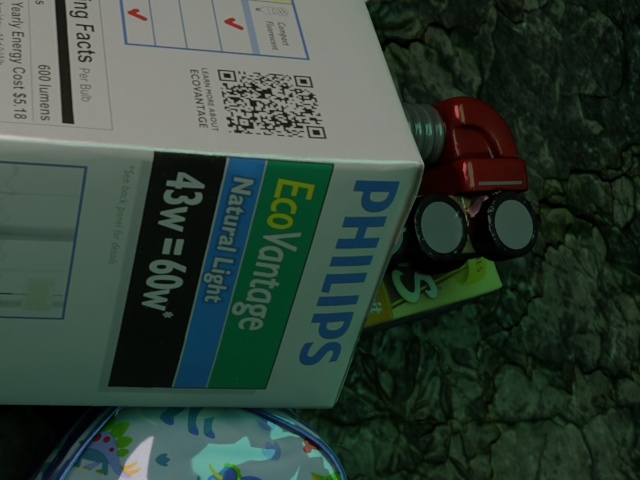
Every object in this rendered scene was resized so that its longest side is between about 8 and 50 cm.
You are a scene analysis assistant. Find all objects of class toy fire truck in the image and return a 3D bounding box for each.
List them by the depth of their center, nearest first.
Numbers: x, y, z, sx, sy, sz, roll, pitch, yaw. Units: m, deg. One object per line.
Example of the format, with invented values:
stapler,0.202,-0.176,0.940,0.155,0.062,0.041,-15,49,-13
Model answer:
toy fire truck,0.049,-0.093,1.161,0.217,0.158,0.246,-3,83,-35

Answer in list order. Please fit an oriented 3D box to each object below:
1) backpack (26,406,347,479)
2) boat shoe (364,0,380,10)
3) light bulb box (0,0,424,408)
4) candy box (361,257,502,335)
backpack,-0.118,0.263,0.942,0.290,0.273,0.355,25,47,2
boat shoe,0.009,-0.270,1.305,0.355,0.132,0.130,-41,98,-37
light bulb box,-0.163,-0.089,0.920,0.361,0.225,0.358,3,42,-17
candy box,0.000,0.000,1.222,0.317,0.087,0.182,-13,80,-37
